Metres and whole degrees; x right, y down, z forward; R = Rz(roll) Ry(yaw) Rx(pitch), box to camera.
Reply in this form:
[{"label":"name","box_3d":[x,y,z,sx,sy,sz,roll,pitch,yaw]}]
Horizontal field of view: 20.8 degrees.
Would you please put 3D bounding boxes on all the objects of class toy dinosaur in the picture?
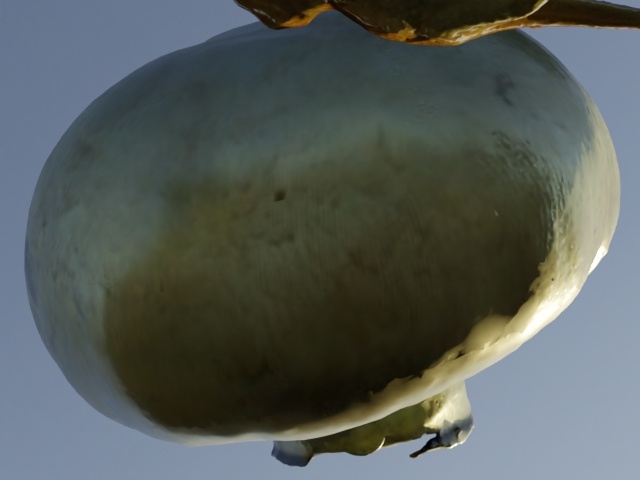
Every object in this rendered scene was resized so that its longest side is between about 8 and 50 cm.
[{"label":"toy dinosaur","box_3d":[0.058,-0.093,0.713,0.162,0.039,0.126,28,-40,-27]}]

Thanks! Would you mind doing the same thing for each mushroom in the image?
[{"label":"mushroom","box_3d":[0.000,0.000,0.994,0.352,0.352,0.260,-12,-80,-1]}]
